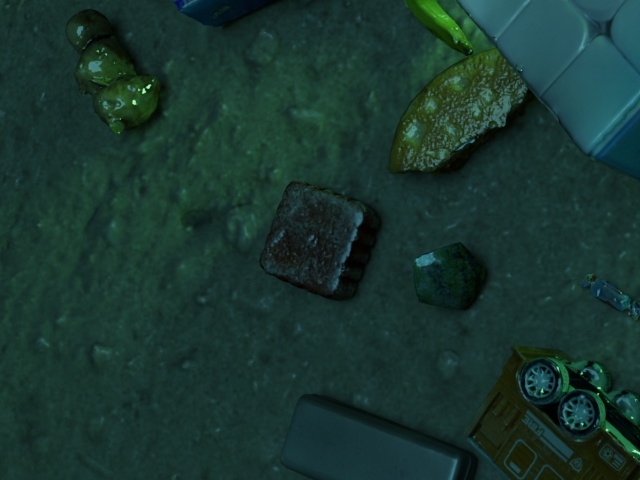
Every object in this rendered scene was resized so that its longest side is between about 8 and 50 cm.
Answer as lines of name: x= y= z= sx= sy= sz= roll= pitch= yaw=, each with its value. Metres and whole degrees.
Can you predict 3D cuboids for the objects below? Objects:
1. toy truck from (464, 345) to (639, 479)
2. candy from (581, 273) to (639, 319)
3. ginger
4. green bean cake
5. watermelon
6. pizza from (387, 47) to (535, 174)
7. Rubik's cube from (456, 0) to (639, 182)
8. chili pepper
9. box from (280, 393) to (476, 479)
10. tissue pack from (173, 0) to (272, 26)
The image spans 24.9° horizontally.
toy truck: x=0.312 y=0.261 z=1.617 sx=0.305 sy=0.136 sz=0.162 roll=44 pitch=110 yaw=31
candy: x=0.344 y=0.063 z=1.700 sx=0.083 sy=0.020 sz=0.030 roll=37 pitch=99 yaw=32
ginger: x=-0.308 y=-0.248 z=2.102 sx=0.104 sy=0.080 sz=0.204 roll=-37 pitch=66 yaw=4
green bean cake: x=0.000 y=0.000 z=1.890 sx=0.135 sy=0.056 sz=0.135 roll=21 pitch=92 yaw=33
watermelon: x=0.149 y=0.043 z=1.789 sx=0.084 sy=0.092 sz=0.072 roll=-68 pitch=20 yaw=-7
pizza: x=0.183 y=-0.162 z=1.814 sx=0.246 sy=0.058 sz=0.127 roll=-48 pitch=61 yaw=12
Rubik's cube: x=0.379 y=-0.243 z=1.540 sx=0.290 sy=0.292 sz=0.291 roll=-49 pitch=49 yaw=22
chili pepper: x=0.143 y=-0.294 z=1.866 sx=0.208 sy=0.043 sz=0.049 roll=56 pitch=141 yaw=30
box: x=0.069 y=0.272 z=1.799 sx=0.244 sy=0.055 sz=0.103 roll=17 pitch=90 yaw=32
tissue pack: x=-0.084 y=-0.436 z=1.974 sx=0.270 sy=0.137 sz=0.209 roll=-18 pitch=71 yaw=27
